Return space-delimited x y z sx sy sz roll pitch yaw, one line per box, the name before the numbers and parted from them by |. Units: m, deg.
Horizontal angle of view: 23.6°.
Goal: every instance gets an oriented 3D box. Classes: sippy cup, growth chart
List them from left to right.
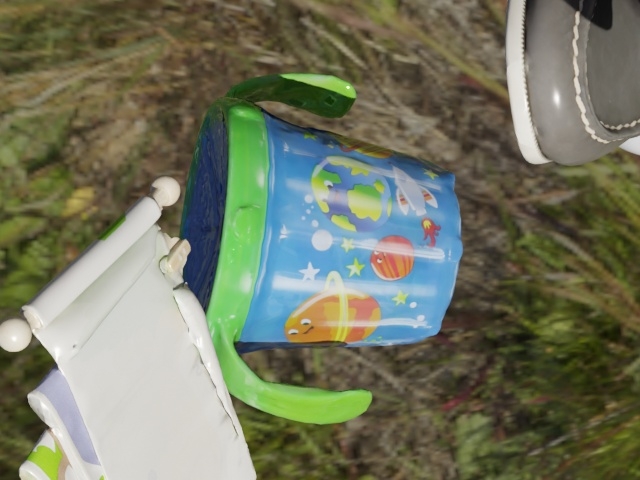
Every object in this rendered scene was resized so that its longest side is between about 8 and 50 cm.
growth chart | -0.087 0.107 0.755 0.021 0.172 0.237 -1 114 31
sippy cup | 0.000 0.000 1.371 0.240 0.224 0.306 -164 81 -75

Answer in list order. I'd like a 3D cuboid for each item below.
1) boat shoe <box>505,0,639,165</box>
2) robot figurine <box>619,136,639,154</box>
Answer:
boat shoe | 0.173 -0.125 0.758 0.095 0.335 0.112 -4 109 25
robot figurine | 0.357 -0.225 1.595 0.209 0.173 0.278 -4 88 -7
